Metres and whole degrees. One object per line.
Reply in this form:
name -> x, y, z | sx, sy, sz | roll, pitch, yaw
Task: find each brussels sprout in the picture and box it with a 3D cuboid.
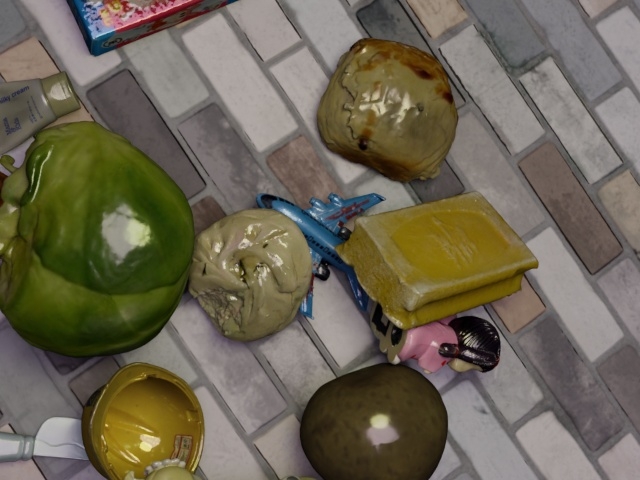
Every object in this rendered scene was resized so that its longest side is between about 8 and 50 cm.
brussels sprout -> -0.351, -0.001, 1.674 | 0.314, 0.276, 0.371 | -4, 87, 4

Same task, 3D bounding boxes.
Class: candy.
candy -> -0.290, -0.456, 1.829 | 0.306, 0.100, 0.157 | -25, 88, -15

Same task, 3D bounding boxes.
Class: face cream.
face cream -> -0.522, -0.212, 1.772 | 0.224, 0.070, 0.114 | -22, 88, -5

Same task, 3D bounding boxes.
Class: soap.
soap -> 0.202, 0.026, 1.778 | 0.315, 0.091, 0.199 | -11, 52, -40

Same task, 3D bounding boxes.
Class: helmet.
helmet -> -0.313, 0.302, 1.688 | 0.257, 0.140, 0.205 | 50, 55, -38

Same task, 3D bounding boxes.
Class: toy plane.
toy plane -> 0.000, 0.000, 1.827 | 0.271, 0.105, 0.254 | 33, 77, -5

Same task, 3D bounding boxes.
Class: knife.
knife -> -0.447, 0.331, 1.729 | 0.331, 0.044, 0.080 | 4, 75, -17

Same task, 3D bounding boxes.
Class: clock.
clock -> 0.201, 0.159, 1.807 | 0.195, 0.194, 0.100 | 13, 105, -17

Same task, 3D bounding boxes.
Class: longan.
longan -> 0.097, 0.319, 1.756 | 0.246, 0.215, 0.246 | 5, 82, -36

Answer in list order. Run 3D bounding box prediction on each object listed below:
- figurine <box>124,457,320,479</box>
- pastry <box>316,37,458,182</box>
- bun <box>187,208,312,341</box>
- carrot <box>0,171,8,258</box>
figurine -> -0.147, 0.469, 1.666 | 0.394, 0.226, 0.274 | 28, 116, -30
pastry -> 0.141, -0.242, 1.857 | 0.256, 0.170, 0.237 | 23, 81, -13
bun -> -0.126, 0.060, 1.748 | 0.210, 0.116, 0.237 | 18, 103, 14
carrot -> -0.552, -0.065, 1.664 | 0.159, 0.225, 0.159 | 2, 77, -9
